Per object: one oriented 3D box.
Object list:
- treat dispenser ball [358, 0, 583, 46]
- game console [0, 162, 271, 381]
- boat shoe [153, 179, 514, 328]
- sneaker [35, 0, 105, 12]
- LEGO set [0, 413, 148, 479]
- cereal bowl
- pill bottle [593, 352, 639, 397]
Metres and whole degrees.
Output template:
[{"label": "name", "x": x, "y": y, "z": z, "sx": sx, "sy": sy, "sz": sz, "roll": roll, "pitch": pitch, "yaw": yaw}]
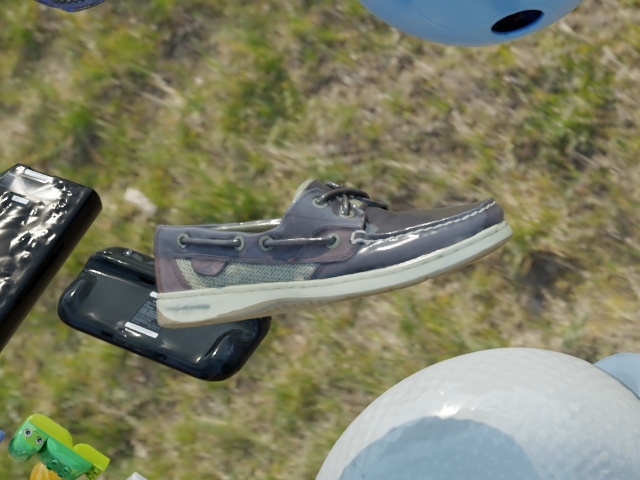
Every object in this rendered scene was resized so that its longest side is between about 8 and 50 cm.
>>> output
[{"label": "treat dispenser ball", "x": 0.132, "y": -0.315, "z": 1.496, "sx": 0.288, "sy": 0.288, "sz": 0.288, "roll": -9, "pitch": 74, "yaw": 31}, {"label": "game console", "x": -0.227, "y": 0.054, "z": 1.642, "sx": 0.361, "sy": 0.044, "sz": 0.213, "roll": 19, "pitch": 58, "yaw": 22}, {"label": "boat shoe", "x": 0.000, "y": 0.000, "z": 1.288, "sx": 0.285, "sy": 0.103, "sz": 0.092, "roll": -13, "pitch": 94, "yaw": 21}, {"label": "sneaker", "x": -0.122, "y": -0.169, "z": 0.620, "sx": 0.083, "sy": 0.221, "sz": 0.087, "roll": -23, "pitch": 42, "yaw": -2}, {"label": "LEGO set", "x": -0.211, "y": 0.179, "z": 1.189, "sx": 0.087, "sy": 0.227, "sz": 0.093, "roll": -42, "pitch": 17, "yaw": 47}, {"label": "cereal bowl", "x": 0.163, "y": 0.266, "z": 1.418, "sx": 0.339, "sy": 0.339, "sz": 0.141, "roll": -54, "pitch": 23, "yaw": 10}, {"label": "pill bottle", "x": 0.330, "y": 0.206, "z": 1.582, "sx": 0.124, "sy": 0.221, "sz": 0.124, "roll": -35, "pitch": 34, "yaw": 29}]
